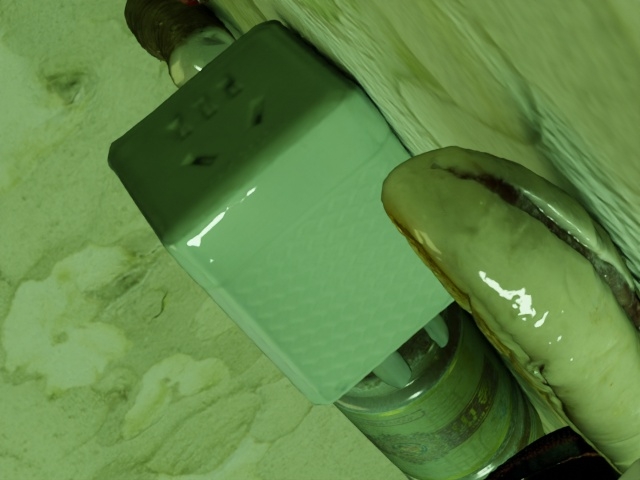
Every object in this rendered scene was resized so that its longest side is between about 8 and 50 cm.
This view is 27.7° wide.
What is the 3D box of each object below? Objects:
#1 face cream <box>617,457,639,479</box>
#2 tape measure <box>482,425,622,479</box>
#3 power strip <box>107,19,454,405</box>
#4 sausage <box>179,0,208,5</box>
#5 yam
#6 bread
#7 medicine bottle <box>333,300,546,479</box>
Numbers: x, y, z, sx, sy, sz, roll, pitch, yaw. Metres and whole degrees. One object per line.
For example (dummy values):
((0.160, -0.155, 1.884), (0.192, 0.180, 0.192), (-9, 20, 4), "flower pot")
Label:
((0.123, 0.099, 0.160), (0.102, 0.102, 0.345), (50, 179, -13), "face cream")
((0.206, 0.242, 0.937), (0.223, 0.135, 0.202), (55, -173, -4), "tape measure")
((0.000, 0.000, 0.797), (0.224, 0.139, 0.140), (50, 178, -36), "power strip")
((-0.120, -0.218, 0.984), (0.129, 0.034, 0.034), (49, 179, 31), "sausage")
((-0.135, -0.196, 1.252), (0.081, 0.081, 0.357), (50, -179, -23), "yam")
((0.089, 0.030, 0.456), (0.073, 0.053, 0.214), (53, -176, 41), "bread")
((0.103, 0.144, 1.263), (0.151, 0.151, 0.322), (49, 179, 39), "medicine bottle")
